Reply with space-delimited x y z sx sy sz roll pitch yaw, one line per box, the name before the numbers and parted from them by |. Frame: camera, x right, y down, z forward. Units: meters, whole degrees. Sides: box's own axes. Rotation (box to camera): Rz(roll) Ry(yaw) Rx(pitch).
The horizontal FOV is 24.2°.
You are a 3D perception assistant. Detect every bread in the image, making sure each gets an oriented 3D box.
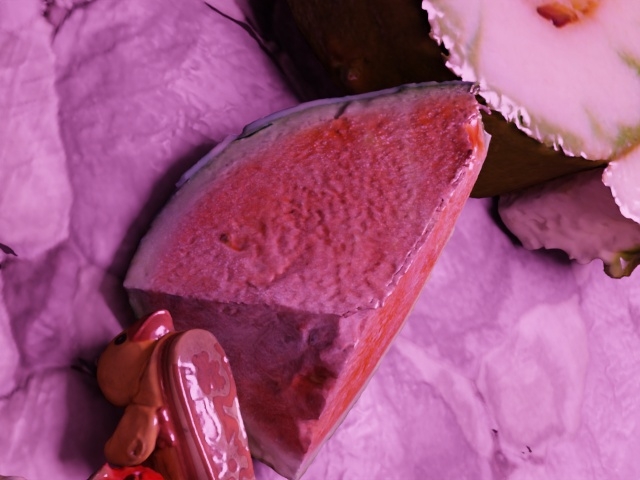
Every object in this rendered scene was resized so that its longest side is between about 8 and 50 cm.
bread | 0.144 -0.155 1.003 0.366 0.129 0.382 -19 89 -43

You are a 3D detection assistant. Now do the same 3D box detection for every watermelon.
watermelon | -0.014 0.001 0.853 0.146 0.128 0.231 28 66 11

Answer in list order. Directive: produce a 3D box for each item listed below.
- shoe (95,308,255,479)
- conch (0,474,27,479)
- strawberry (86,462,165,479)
shoe | -0.081 0.098 0.786 0.109 0.069 0.072 60 36 -12
conch | -0.171 0.178 0.625 0.124 0.181 0.187 -22 65 -34
strawberry | -0.068 0.171 0.733 0.192 0.140 0.085 34 56 -15
